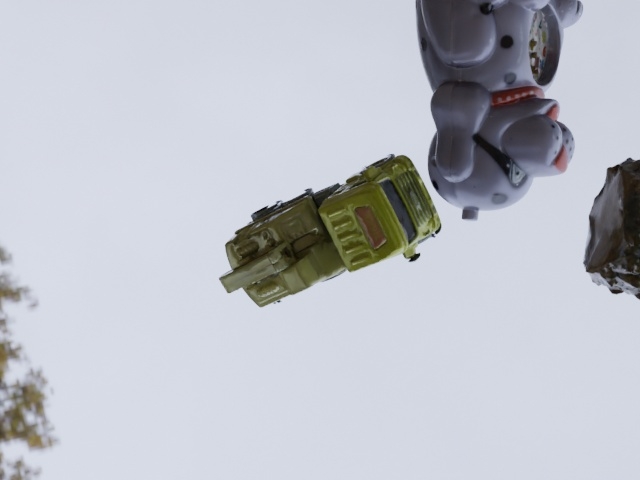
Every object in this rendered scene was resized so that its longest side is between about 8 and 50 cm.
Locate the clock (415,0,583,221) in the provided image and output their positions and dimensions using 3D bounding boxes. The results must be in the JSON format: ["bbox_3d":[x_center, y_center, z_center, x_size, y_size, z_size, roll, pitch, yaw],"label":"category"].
[{"bbox_3d":[0.183,-0.148,1.324,0.188,0.254,0.189,2,176,0],"label":"clock"}]

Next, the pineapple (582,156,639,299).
[{"bbox_3d":[0.333,0.013,0.939,0.251,0.125,0.125,11,-146,2],"label":"pineapple"}]

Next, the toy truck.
[{"bbox_3d":[0.000,0.000,1.525,0.272,0.124,0.157,-21,-170,33],"label":"toy truck"}]
